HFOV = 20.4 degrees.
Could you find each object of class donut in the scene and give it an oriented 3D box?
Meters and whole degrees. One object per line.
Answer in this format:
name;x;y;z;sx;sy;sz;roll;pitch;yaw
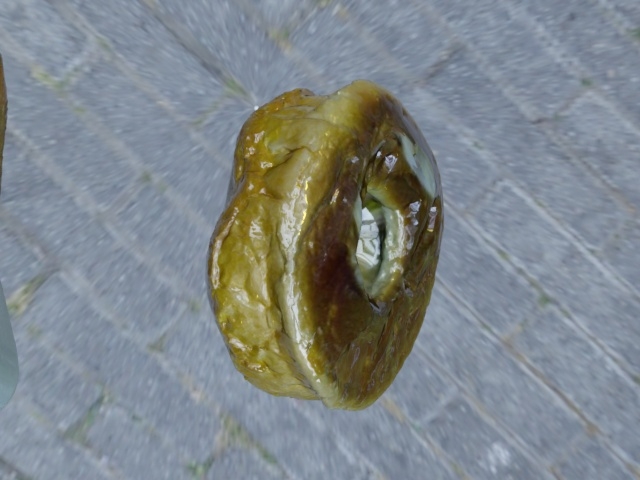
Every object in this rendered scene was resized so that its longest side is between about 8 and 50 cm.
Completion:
donut;0.000;0.000;1.720;0.159;0.330;0.330;8;94;23

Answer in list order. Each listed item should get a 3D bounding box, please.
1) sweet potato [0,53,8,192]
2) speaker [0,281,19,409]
sweet potato;-0.245;0.001;1.168;0.074;0.075;0.269;20;104;-3
speaker;-0.485;0.109;1.529;0.406;0.184;0.183;-19;70;6
